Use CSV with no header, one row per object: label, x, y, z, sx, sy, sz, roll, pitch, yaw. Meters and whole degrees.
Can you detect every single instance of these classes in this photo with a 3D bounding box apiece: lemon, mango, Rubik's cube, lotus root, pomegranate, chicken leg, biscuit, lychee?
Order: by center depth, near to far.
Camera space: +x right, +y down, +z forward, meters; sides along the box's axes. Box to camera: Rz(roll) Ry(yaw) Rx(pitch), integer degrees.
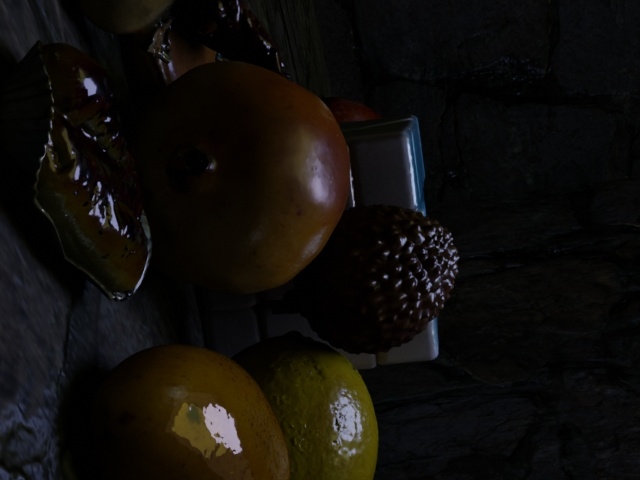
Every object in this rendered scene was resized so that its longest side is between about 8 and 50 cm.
mango,-0.126,0.197,1.068,0.290,0.160,0.191,56,33,-54
lotus root,-0.194,-0.279,1.119,0.118,0.125,0.220,-150,-138,-65
pomegranate,-0.098,-0.068,1.229,0.264,0.264,0.264,-7,90,-83
chicken leg,-0.112,-0.259,1.278,0.177,0.083,0.322,47,2,17
lychee,0.053,0.049,1.345,0.200,0.238,0.200,160,-90,-79
lemon,-0.042,0.250,1.360,0.236,0.236,0.263,53,15,-76
biscuit,-0.199,-0.340,1.410,0.350,0.078,0.455,-57,139,-74
Rubik's cube,0.000,0.000,1.605,0.322,0.319,0.315,-57,140,-78

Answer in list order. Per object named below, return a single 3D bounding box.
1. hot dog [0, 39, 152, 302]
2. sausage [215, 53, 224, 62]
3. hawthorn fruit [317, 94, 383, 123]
hot dog,-0.203,-0.054,0.975,0.270,0.082,0.162,73,13,-58
sausage,-0.159,-0.433,1.774,0.082,0.082,0.371,69,16,-63
hawthorn fruit,0.007,-0.104,2.054,0.287,0.287,0.330,-16,105,-83
